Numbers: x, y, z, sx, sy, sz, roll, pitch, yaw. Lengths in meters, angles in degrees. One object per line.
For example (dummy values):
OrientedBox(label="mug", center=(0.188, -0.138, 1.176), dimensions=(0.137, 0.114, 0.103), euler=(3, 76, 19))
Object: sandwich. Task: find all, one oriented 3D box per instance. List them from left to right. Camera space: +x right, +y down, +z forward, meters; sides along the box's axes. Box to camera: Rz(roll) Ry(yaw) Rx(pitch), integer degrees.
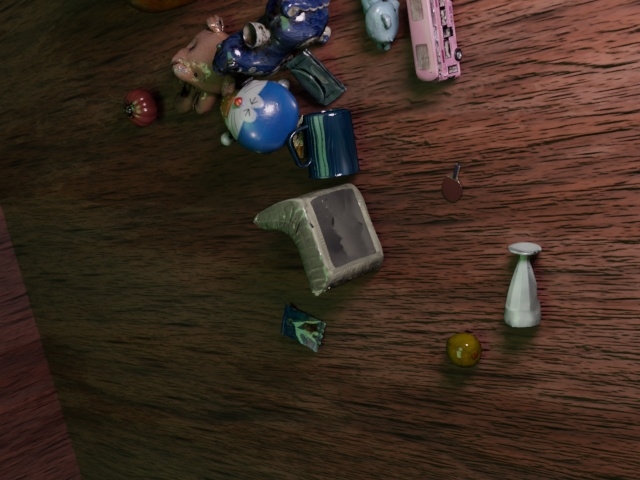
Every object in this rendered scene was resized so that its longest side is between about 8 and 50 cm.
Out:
OrientedBox(label="sandwich", center=(-0.035, -0.235, 2.017), dimensions=(0.035, 0.105, 0.093), euler=(17, 127, 17))

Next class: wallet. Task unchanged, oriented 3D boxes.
OrientedBox(label="wallet", center=(-0.013, -0.355, 1.958), dimensions=(0.129, 0.026, 0.088), euler=(43, 145, -16))

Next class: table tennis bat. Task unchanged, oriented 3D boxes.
OrientedBox(label="table tennis bat", center=(0.271, -0.117, 1.807), dimensions=(0.050, 0.007, 0.083), euler=(36, 132, 33))

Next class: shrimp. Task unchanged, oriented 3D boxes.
OrientedBox(label="shrimp", center=(-0.183, -0.287, 2.198), dimensions=(0.217, 0.051, 0.115), euler=(51, 141, 22))

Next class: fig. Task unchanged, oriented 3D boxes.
OrientedBox(label="fig", center=(0.298, 0.229, 1.878), dimensions=(0.088, 0.074, 0.074), euler=(20, 121, 58))

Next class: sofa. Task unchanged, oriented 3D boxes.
OrientedBox(label="sofa", center=(0.000, 0.000, 2.002), dimensions=(0.176, 0.210, 0.226), euler=(-22, 91, 48))

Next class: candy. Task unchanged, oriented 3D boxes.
OrientedBox(label="candy", center=(-0.046, 0.225, 2.282), dimensions=(0.136, 0.038, 0.088), euler=(23, 109, 32))

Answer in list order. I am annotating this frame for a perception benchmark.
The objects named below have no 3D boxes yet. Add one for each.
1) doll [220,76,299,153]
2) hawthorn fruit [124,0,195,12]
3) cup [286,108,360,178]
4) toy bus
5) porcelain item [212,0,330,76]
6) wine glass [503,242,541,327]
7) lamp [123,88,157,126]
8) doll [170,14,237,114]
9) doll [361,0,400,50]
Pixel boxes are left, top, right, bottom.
OrientedBox(label="doll", center=(-0.141, -0.292, 2.017), dimensions=(0.161, 0.215, 0.257), euler=(41, 176, -20))
OrientedBox(label="hawthorn fruit", center=(-0.406, -0.685, 2.113), dimensions=(0.301, 0.267, 0.268), euler=(39, 132, 41))
OrientedBox(label="cup", center=(0.012, -0.211, 1.943), dimensions=(0.113, 0.150, 0.138), euler=(1, 105, 38))
OrientedBox(label="toy bus", center=(0.213, -0.402, 1.685), dimensions=(0.063, 0.090, 0.203), euler=(5, 111, 46))
OrientedBox(label="porcelain item", center=(-0.110, -0.454, 1.945), dimensions=(0.288, 0.186, 0.138), euler=(-27, 84, 48))
OrientedBox(label="wine glass", center=(0.393, 0.086, 1.715), dimensions=(0.073, 0.073, 0.155), euler=(17, 115, 42))
OrientedBox(label="lamp", center=(-0.501, -0.369, 2.478), dimensions=(0.107, 0.092, 0.108), euler=(22, 122, 40))
OrientedBox(label="doll", center=(-0.322, -0.412, 2.213), dimensions=(0.303, 0.156, 0.201), euler=(-26, 73, 50))
OrientedBox(label="doll", center=(0.119, -0.477, 1.783), dimensions=(0.120, 0.075, 0.180), euler=(76, -175, -75))
